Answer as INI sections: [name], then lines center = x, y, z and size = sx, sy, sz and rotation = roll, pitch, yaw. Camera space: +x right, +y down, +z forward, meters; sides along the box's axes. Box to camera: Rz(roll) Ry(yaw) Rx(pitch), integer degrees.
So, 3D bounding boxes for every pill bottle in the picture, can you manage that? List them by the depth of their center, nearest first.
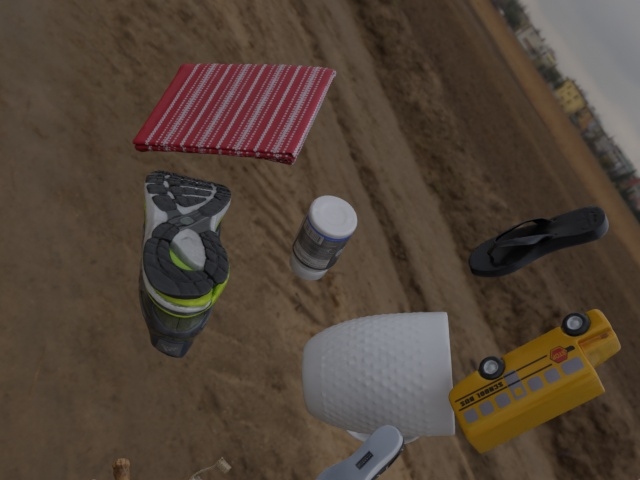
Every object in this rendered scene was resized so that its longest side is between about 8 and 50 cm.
[pill bottle]
center = 0.000, 0.000, 1.098
size = 0.078, 0.137, 0.078
rotation = 11, 52, -14

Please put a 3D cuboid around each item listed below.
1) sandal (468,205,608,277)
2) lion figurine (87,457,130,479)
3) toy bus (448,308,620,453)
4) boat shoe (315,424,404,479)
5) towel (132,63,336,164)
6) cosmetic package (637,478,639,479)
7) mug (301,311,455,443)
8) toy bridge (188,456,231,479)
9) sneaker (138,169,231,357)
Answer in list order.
[sandal]
center = 0.383, -0.009, 1.267
size = 0.054, 0.254, 0.097
rotation = 54, 23, -30
[lion figurine]
center = -0.340, 0.561, 1.256
size = 0.392, 0.142, 0.240
rotation = 57, 3, -35
[toy bus]
center = 0.414, 0.267, 1.338
size = 0.108, 0.332, 0.130
rotation = 50, 14, -43
[boat shoe]
center = 0.079, 0.462, 1.405
size = 0.080, 0.228, 0.076
rotation = 41, -8, 38
[towel]
center = -0.131, -0.198, 1.063
size = 0.031, 0.275, 0.199
rotation = 71, 33, -49
[cosmetic package]
center = 0.473, 0.402, 0.935
size = 0.151, 0.184, 0.151
rotation = -19, 49, -26
[mug]
center = 0.139, 0.346, 1.631
size = 0.276, 0.328, 0.374
rotation = -81, 165, -53
[toy bridge]
center = -0.298, 0.611, 1.747
size = 0.063, 0.188, 0.026
rotation = 39, 8, 17
[sneaker]
center = -0.172, 0.013, 0.831
size = 0.111, 0.121, 0.300
rotation = 14, 29, -13
